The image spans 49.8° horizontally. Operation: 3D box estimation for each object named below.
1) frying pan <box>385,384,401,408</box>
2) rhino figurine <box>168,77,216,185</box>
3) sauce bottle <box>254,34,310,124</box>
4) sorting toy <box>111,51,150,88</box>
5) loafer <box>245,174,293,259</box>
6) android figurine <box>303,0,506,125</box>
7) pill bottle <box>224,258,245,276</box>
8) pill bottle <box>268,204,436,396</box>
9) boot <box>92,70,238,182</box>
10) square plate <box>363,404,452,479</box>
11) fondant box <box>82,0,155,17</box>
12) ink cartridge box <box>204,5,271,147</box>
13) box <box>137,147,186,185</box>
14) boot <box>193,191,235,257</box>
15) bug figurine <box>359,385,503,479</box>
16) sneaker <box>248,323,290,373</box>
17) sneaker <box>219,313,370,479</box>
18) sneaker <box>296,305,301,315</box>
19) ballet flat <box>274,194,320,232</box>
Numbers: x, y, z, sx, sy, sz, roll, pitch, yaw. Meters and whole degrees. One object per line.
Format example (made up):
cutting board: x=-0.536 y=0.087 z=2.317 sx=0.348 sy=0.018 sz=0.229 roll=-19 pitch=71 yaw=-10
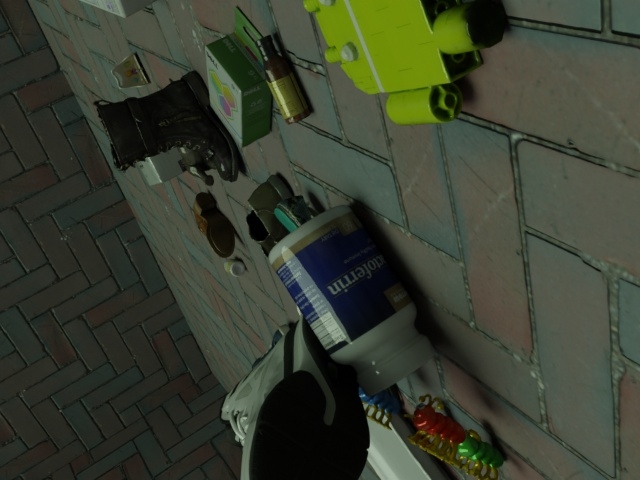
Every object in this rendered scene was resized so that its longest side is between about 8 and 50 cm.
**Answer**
frying pan: x=0.061 y=0.169 z=1.304 sx=0.197 sy=0.053 sz=0.326 roll=39 pitch=150 yaw=46
rhino figurine: x=-0.293 y=-0.243 z=1.529 sx=0.106 sy=0.073 sz=0.243 roll=27 pitch=142 yaw=52
sauce bottle: x=-0.057 y=-0.233 z=0.999 sx=0.042 sy=0.042 sz=0.128 roll=11 pitch=127 yaw=65
sorting toy: x=-0.483 y=-0.419 z=1.733 sx=0.045 sy=0.075 sz=0.083 roll=21 pitch=137 yaw=61
loafer: x=-0.109 y=-0.033 z=1.354 sx=0.094 sy=0.087 sz=0.251 roll=50 pitch=159 yaw=25
android figurine: x=0.062 y=-0.232 z=0.683 sx=0.273 sy=0.056 sz=0.248 roll=16 pitch=134 yaw=61
pill bottle: x=-0.241 y=0.074 z=1.916 sx=0.083 sy=0.043 sz=0.043 roll=16 pitch=133 yaw=64
pill bottle: x=0.050 y=0.092 z=1.044 sx=0.264 sy=0.153 sz=0.153 roll=56 pitch=161 yaw=7
boot: x=-0.309 y=-0.197 z=1.393 sx=0.263 sy=0.229 sz=0.091 roll=64 pitch=160 yaw=-14
square plate: x=0.186 y=0.486 z=1.454 sx=0.344 sy=0.049 sz=0.347 roll=51 pitch=160 yaw=21
fondant box: x=-0.474 y=-0.590 z=1.324 sx=0.330 sy=0.096 sz=0.238 roll=28 pitch=146 yaw=32
ink cartridge box: x=-0.132 y=-0.258 z=1.115 sx=0.109 sy=0.062 sz=0.209 roll=53 pitch=160 yaw=19
box: x=-0.408 y=-0.244 z=1.741 sx=0.181 sy=0.119 sz=0.182 roll=63 pitch=160 yaw=-12
boot: x=-0.282 y=-0.021 z=1.841 sx=0.152 sy=0.073 sz=0.197 roll=113 pitch=136 yaw=-66
bug figurine: x=0.169 y=0.291 z=1.083 sx=0.216 sy=0.072 sz=0.279 roll=34 pitch=167 yaw=-20
sneaker: x=-0.120 y=0.341 z=1.851 sx=0.131 sy=0.148 sz=0.350 roll=52 pitch=160 yaw=19
sneaker: x=-0.061 y=0.303 z=1.062 sx=0.169 sy=0.447 sz=0.257 roll=36 pitch=119 yaw=-9
sneaker: x=0.014 y=0.143 z=1.252 sx=0.065 sy=0.061 sz=0.158 roll=-28 pitch=91 yaw=44
ballet flat: x=0.000 y=0.000 z=1.173 sx=0.188 sy=0.070 sz=0.070 roll=54 pitch=161 yaw=3
